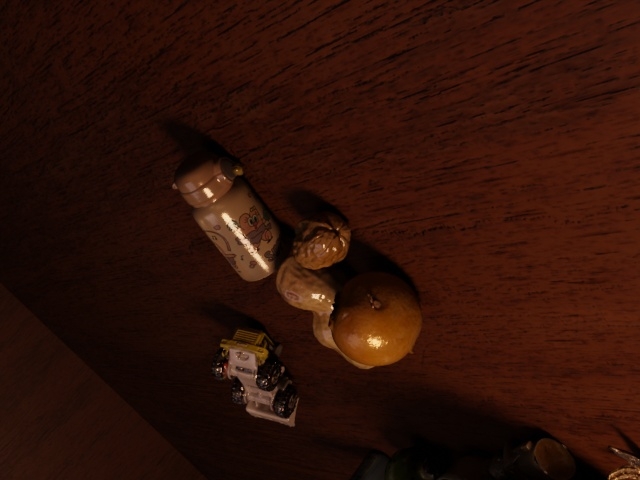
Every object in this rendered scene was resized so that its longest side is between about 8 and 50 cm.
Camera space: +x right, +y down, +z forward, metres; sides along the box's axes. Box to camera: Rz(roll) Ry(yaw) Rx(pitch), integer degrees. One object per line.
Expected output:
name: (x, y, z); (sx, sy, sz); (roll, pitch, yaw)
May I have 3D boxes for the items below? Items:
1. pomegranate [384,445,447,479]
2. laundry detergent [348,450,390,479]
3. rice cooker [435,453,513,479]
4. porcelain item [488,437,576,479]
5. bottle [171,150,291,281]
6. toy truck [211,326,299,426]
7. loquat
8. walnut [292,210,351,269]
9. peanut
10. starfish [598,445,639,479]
pomegranate: (0.182, 0.430, 2.059); (0.122, 0.122, 0.161); (40, 148, 1)
laundry detergent: (0.068, 0.522, 2.286); (0.061, 0.206, 0.096); (47, 158, -16)
rice cooker: (0.265, 0.450, 1.954); (0.145, 0.127, 0.206); (35, 154, 12)
porcelain item: (0.319, 0.351, 1.775); (0.084, 0.054, 0.213); (43, 159, -3)
bottle: (-0.132, -0.044, 1.703); (0.110, 0.097, 0.209); (-20, 123, 28)
toy truck: (-0.117, 0.272, 2.243); (0.136, 0.111, 0.286); (12, 150, 21)
loquat: (0.079, 0.111, 1.596); (0.141, 0.141, 0.141); (33, 157, 16)
walnut: (0.000, 0.000, 1.593); (0.082, 0.079, 0.096); (42, 151, -11)
peanut: (0.023, 0.104, 1.718); (0.228, 0.104, 0.085); (50, 178, -17)
starfish: (0.434, 0.316, 1.540); (0.133, 0.041, 0.130); (54, 146, -15)
